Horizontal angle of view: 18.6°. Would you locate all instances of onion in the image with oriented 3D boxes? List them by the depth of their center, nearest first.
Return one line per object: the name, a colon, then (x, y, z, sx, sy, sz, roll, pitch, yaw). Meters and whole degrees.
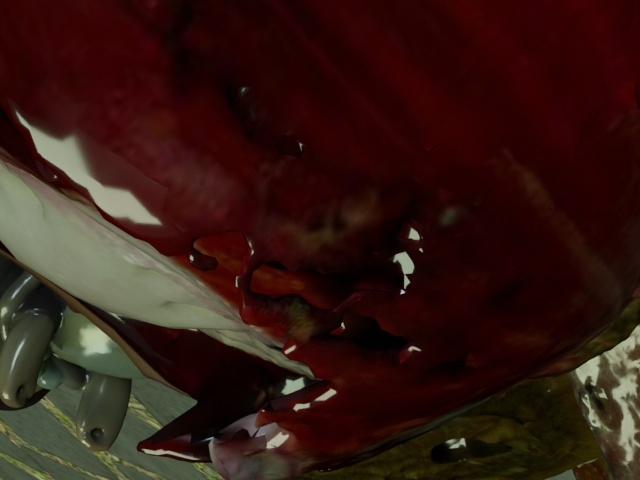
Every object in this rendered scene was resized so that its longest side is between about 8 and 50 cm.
onion: (-0.010, -0.091, 0.583, 0.341, 0.341, 0.341, 29, 161, 11)

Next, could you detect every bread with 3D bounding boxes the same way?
bread: (0.049, 0.063, 1.036, 0.210, 0.110, 0.192, -15, 140, 21)

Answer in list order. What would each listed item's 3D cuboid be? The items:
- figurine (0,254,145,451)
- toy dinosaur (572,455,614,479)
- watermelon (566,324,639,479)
figurine: (-0.226, 0.036, 1.437, 0.380, 0.203, 0.248, 4, 154, 34)
toy dinosaur: (0.202, 0.198, 1.250, 0.327, 0.113, 0.206, 34, 161, -9)
watermelon: (0.213, 0.077, 0.864, 0.260, 0.176, 0.256, -28, 135, 34)
